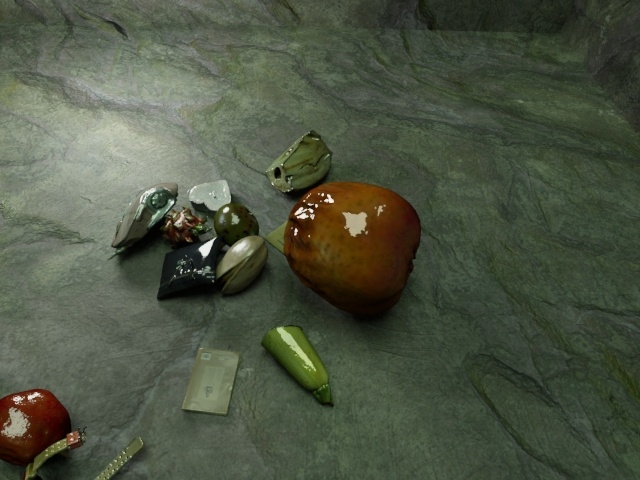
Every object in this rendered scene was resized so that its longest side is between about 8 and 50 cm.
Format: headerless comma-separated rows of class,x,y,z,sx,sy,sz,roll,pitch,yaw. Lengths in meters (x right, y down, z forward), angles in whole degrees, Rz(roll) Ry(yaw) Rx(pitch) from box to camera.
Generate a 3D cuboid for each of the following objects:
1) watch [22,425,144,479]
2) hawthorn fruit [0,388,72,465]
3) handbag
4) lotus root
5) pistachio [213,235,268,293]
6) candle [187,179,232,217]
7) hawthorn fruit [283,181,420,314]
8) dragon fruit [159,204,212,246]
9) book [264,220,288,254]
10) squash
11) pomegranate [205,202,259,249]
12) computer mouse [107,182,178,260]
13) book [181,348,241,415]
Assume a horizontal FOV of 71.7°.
watch,-0.615,0.571,1.136,0.268,0.164,0.102,-39,25,-20
hawthorn fruit,-0.766,0.509,1.175,0.251,0.189,0.189,30,55,12
handbag,-0.458,0.095,1.560,0.254,0.088,0.211,-18,46,19
lotus root,-0.094,-0.326,1.940,0.314,0.142,0.210,-40,99,-35
pistachio,-0.278,0.084,1.559,0.138,0.153,0.238,41,86,5
candle,-0.438,-0.181,1.834,0.192,0.068,0.168,26,57,16
hawthorn fruit,0.099,0.018,1.449,0.472,0.471,0.471,1,50,-1
dragon fruit,-0.495,-0.052,1.659,0.236,0.135,0.137,-9,48,26
book,-0.095,-0.017,1.747,0.168,0.013,0.192,37,58,25
squash,-0.041,0.371,1.358,0.287,0.137,0.137,40,59,23
pomegranate,-0.336,-0.047,1.676,0.211,0.179,0.179,-17,46,23
computer mouse,-0.688,-0.092,1.671,0.200,0.115,0.389,-3,45,55
book,-0.332,0.430,1.361,0.139,0.016,0.198,6,50,2
